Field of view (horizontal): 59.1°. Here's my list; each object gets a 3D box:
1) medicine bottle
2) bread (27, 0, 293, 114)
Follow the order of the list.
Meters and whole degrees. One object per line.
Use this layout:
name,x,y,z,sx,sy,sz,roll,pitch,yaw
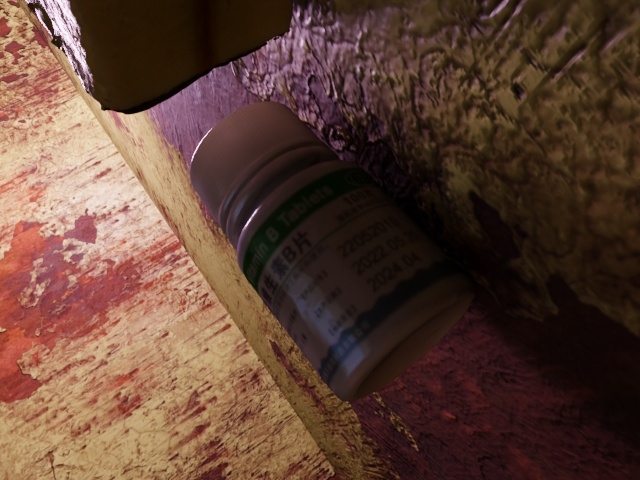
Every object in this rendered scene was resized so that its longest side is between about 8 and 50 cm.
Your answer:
medicine bottle,0.000,0.000,0.468,0.237,0.139,0.139,50,161,22
bread,-0.109,-0.230,0.329,0.163,0.167,0.264,53,158,14
